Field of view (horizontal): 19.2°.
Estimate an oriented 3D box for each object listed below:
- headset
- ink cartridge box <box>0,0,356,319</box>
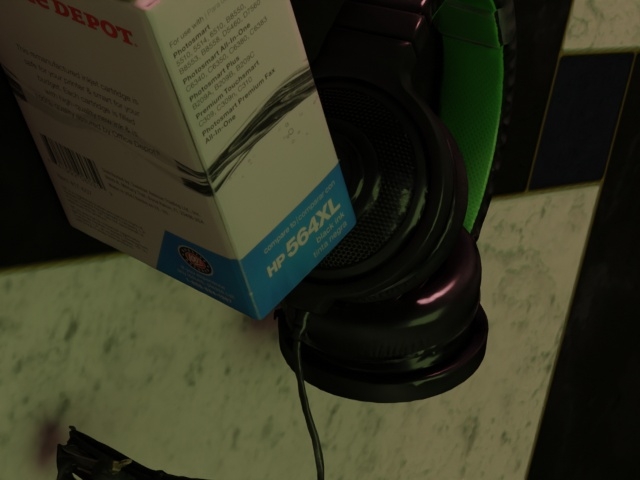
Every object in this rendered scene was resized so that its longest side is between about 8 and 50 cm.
[{"bbox_3d":[0.000,0.000,1.109,0.243,0.185,0.394,71,38,-55],"label":"headset"},{"bbox_3d":[-0.079,-0.079,0.923,0.086,0.148,0.203,-43,139,-26],"label":"ink cartridge box"}]
